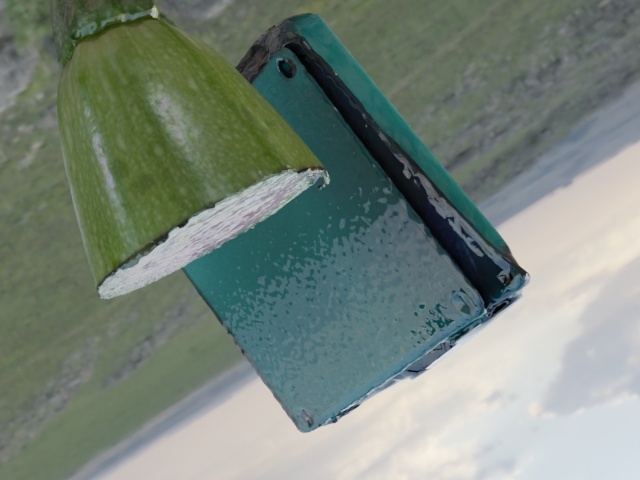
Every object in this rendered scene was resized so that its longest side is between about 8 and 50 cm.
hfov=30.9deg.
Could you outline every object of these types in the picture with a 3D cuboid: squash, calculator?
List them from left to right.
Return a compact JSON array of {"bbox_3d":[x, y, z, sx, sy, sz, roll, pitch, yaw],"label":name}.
[{"bbox_3d":[-0.071,-0.058,0.460,0.105,0.132,0.105,-28,174,-3],"label":"squash"},{"bbox_3d":[0.000,0.000,0.851,0.058,0.248,0.274,-31,169,-42],"label":"calculator"}]
